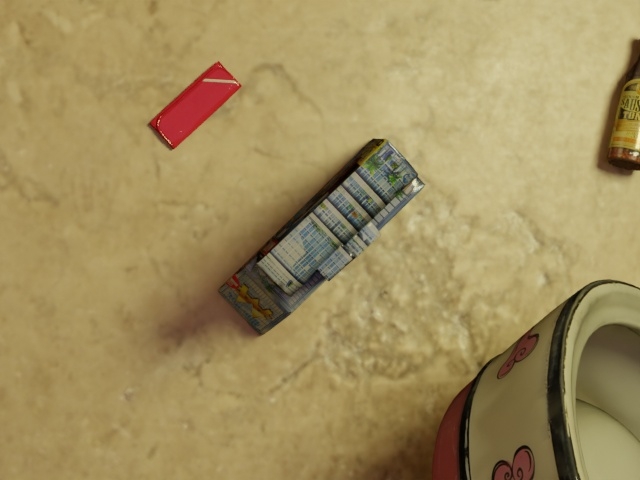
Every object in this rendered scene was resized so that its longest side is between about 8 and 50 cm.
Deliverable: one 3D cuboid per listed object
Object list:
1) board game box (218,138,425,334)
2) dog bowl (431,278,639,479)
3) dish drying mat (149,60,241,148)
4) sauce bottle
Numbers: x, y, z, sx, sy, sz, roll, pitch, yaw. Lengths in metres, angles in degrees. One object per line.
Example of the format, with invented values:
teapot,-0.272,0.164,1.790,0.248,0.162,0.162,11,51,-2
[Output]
board game box,0.000,0.000,1.586,0.194,0.194,0.060,-44,93,2
dog bowl,0.246,0.245,1.510,0.150,0.408,0.408,-27,90,29
dish drying mat,-0.109,-0.119,1.646,0.083,0.008,0.032,-44,95,-13
sauce bottle,0.292,-0.129,1.714,0.042,0.042,0.128,14,81,-10
